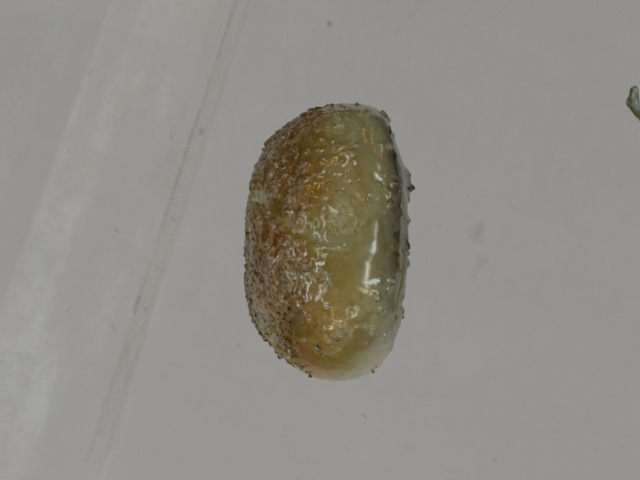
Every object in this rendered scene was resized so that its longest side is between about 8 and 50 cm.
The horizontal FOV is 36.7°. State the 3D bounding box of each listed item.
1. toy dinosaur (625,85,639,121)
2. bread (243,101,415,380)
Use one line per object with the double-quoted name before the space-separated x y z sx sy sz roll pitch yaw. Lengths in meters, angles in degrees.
"toy dinosaur" 0.232 -0.042 0.627 0.037 0.058 0.180 11 54 -6
"bread" 0.000 0.000 0.992 0.159 0.305 0.305 4 80 -6
